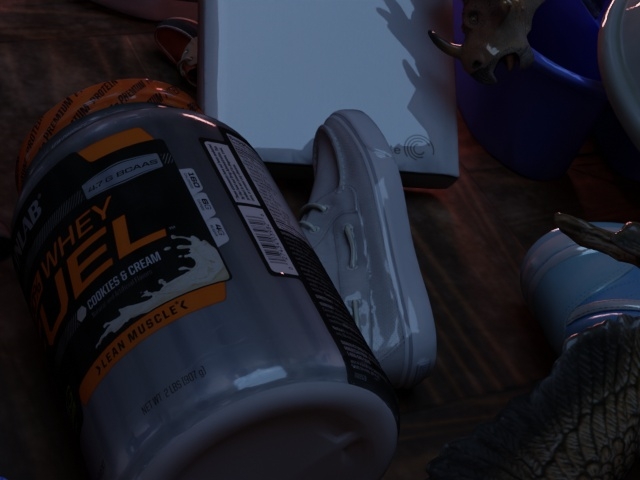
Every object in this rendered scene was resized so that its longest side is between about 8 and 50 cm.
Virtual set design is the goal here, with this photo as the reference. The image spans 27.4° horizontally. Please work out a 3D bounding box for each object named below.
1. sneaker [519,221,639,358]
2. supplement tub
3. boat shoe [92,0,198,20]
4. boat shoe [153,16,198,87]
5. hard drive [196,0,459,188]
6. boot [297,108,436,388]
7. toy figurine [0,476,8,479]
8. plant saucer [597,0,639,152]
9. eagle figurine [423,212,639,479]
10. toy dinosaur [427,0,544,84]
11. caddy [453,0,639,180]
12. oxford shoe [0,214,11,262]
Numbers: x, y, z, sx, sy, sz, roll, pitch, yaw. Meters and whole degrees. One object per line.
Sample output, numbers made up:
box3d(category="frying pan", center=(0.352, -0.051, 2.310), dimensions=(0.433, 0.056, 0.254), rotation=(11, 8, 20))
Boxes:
box3d(category="sneaker", center=(0.326, 0.091, 1.024), dimensions=(0.319, 0.127, 0.208), rotation=(0, 40, -4))
box3d(category="supplement tub", center=(-0.093, 0.044, 0.883), dimensions=(0.194, 0.193, 0.316), rotation=(-8, 45, -26))
box3d(category="boat shoe", center=(-0.082, -0.298, 1.297), dimensions=(0.367, 0.156, 0.135), rotation=(11, 41, -7))
box3d(category="boat shoe", center=(-0.107, -0.161, 1.223), dimensions=(0.137, 0.049, 0.043), rotation=(37, 47, 16))
box3d(category="hard drive", center=(0.006, -0.227, 1.192), dimensions=(0.233, 0.047, 0.353), rotation=(3, 76, -15))
box3d(category="boot", center=(0.000, 0.000, 1.025), dimensions=(0.123, 0.095, 0.258), rotation=(-2, 52, -18))
box3d(category="toy figurine", center=(-0.140, 0.196, 0.711), dimensions=(0.363, 0.191, 0.217), rotation=(-1, 39, -21))
box3d(category="plant saucer", center=(0.437, -0.134, 1.111), dimensions=(0.401, 0.100, 0.400), rotation=(10, 48, -11))
box3d(category="eagle figurine", center=(0.213, 0.139, 0.827), dimensions=(0.225, 0.226, 0.298), rotation=(45, 62, -29))
box3d(category="toy dinosaur", center=(0.172, -0.290, 1.193), dimensions=(0.200, 0.127, 0.295), rotation=(-18, 39, 8))
box3d(category="caddy", center=(0.252, -0.211, 1.295), dimensions=(0.241, 0.179, 0.341), rotation=(-1, 44, -18))
box3d(category="oxford shoe", center=(-0.327, 0.026, 0.904), dimensions=(0.098, 0.097, 0.271), rotation=(38, 45, 15))
